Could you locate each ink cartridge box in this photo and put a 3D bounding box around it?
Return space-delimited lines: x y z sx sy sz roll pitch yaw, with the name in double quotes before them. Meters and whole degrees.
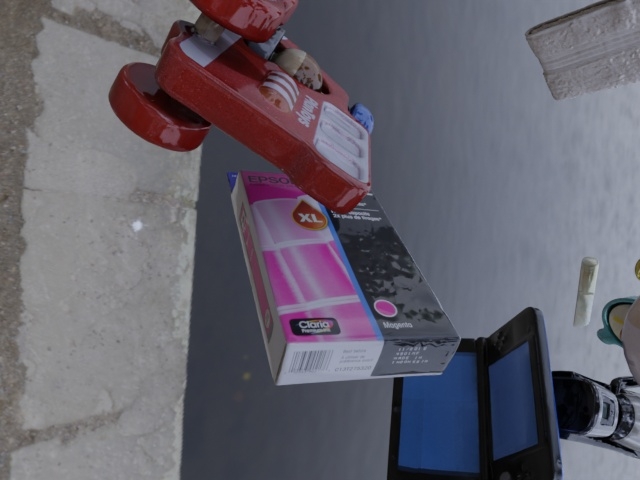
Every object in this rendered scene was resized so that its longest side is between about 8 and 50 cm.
"ink cartridge box" 0.000 0.000 0.609 0.176 0.371 0.069 2 125 -20

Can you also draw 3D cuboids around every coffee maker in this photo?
"coffee maker" 0.442 0.288 0.836 0.178 0.171 0.120 19 49 -13

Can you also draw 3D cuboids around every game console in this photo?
"game console" 0.241 0.267 0.863 0.250 0.174 0.293 115 -12 -53

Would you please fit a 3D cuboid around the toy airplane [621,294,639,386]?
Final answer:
"toy airplane" 0.300 0.090 0.250 0.386 0.273 0.384 39 64 -54

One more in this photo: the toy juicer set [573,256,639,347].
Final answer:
"toy juicer set" 0.546 0.121 0.893 0.089 0.329 0.209 -34 111 -21

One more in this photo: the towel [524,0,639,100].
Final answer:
"towel" 0.576 -0.384 1.025 0.187 0.282 0.049 49 53 -30

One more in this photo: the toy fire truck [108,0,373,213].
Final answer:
"toy fire truck" -0.051 -0.164 0.562 0.254 0.169 0.302 35 26 -14
